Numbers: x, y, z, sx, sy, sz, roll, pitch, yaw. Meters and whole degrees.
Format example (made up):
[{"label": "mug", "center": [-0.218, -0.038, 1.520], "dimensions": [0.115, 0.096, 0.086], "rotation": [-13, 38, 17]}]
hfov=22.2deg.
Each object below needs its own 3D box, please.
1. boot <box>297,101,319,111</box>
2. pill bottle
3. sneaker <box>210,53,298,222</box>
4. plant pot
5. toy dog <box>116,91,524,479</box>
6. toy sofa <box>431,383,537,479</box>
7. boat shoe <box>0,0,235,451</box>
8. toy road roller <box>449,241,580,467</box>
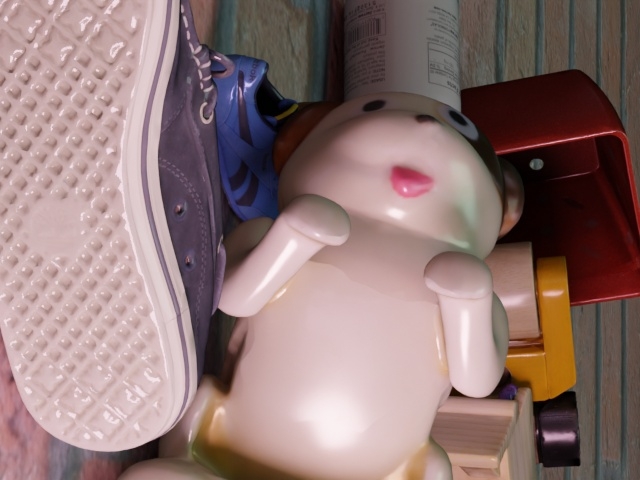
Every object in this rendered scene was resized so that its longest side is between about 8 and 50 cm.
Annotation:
[{"label": "boot", "center": [0.026, -0.052, 1.667], "dimensions": [0.197, 0.073, 0.152], "rotation": [17, 108, -29]}, {"label": "pill bottle", "center": [0.090, -0.163, 1.811], "dimensions": [0.131, 0.131, 0.229], "rotation": [39, 48, -63]}, {"label": "sneaker", "center": [-0.053, -0.086, 1.528], "dimensions": [0.069, 0.082, 0.209], "rotation": [-74, 154, -43]}, {"label": "plant pot", "center": [0.285, -0.082, 2.183], "dimensions": [0.235, 0.267, 0.267], "rotation": [-83, 160, -52]}, {"label": "toy dog", "center": [0.044, 0.069, 1.422], "dimensions": [0.395, 0.285, 0.407], "rotation": [62, 45, -77]}, {"label": "toy sofa", "center": [0.173, 0.350, 1.952], "dimensions": [0.177, 0.150, 0.362], "rotation": [-55, 142, -57]}, {"label": "boat shoe", "center": [-0.160, -0.099, 1.132], "dimensions": [0.156, 0.187, 0.500], "rotation": [-60, 148, -62]}, {"label": "toy road roller", "center": [0.214, 0.125, 2.053], "dimensions": [0.240, 0.203, 0.329], "rotation": [-81, 163, -60]}]
